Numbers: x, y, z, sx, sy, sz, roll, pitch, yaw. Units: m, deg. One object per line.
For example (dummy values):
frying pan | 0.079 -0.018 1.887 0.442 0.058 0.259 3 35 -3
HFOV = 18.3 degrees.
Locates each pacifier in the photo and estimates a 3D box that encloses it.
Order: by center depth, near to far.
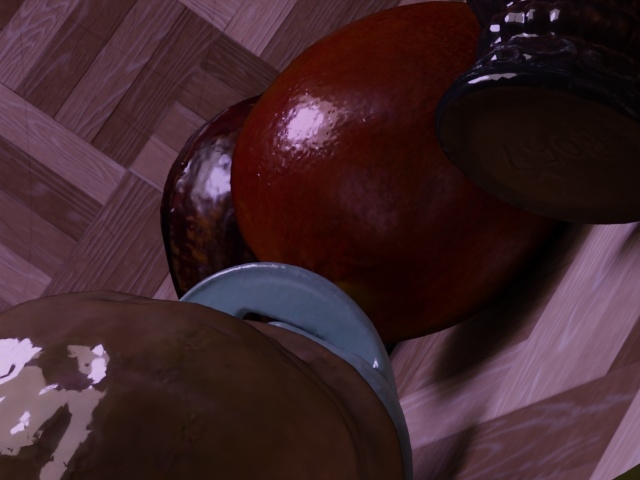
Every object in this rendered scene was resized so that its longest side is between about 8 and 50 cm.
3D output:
pacifier | -0.021 0.193 1.673 0.269 0.288 0.343 2 -73 -58

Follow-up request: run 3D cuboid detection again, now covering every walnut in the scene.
walnut | -0.113 0.197 1.349 0.381 0.381 0.381 -54 6 9

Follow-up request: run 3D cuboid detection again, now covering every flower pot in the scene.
flower pot | 0.213 -0.171 1.503 0.266 0.267 0.267 -45 24 61

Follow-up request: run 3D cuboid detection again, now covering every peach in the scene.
peach | 0.087 -0.069 1.783 0.332 0.308 0.308 -38 7 1

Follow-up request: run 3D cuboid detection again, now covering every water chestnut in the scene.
water chestnut | 0.000 0.000 2.168 0.302 0.350 0.350 21 73 46

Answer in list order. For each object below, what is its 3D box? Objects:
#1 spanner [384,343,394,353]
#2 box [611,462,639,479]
spanner | 0.035 0.177 2.065 0.054 0.015 0.254 -52 6 41
box | 0.191 0.140 0.901 0.173 0.043 0.311 -58 7 -32
